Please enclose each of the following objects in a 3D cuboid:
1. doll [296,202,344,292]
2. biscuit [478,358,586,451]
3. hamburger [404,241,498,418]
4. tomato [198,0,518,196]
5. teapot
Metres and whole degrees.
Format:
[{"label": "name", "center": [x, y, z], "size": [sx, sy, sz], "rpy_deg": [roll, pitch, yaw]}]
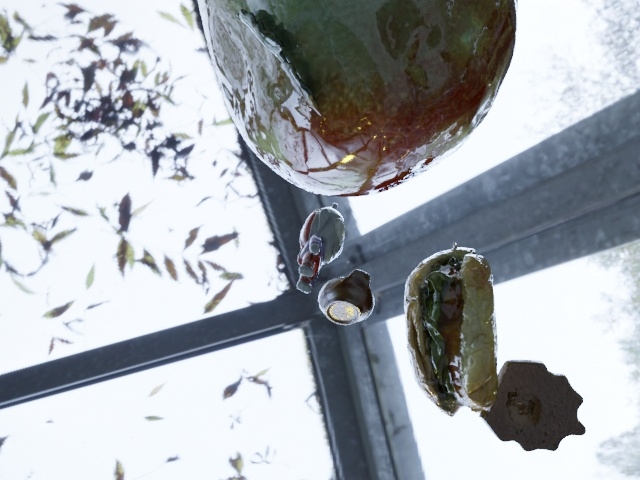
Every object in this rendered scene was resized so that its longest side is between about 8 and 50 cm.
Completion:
[{"label": "doll", "center": [0.000, 0.000, 1.181], "size": [0.075, 0.102, 0.227], "rpy_deg": [16, -147, 6]}, {"label": "biscuit", "center": [0.440, 0.341, 1.449], "size": [0.215, 0.034, 0.182], "rpy_deg": [26, -83, -5]}, {"label": "hamburger", "center": [0.231, 0.129, 1.270], "size": [0.209, 0.162, 0.330], "rpy_deg": [59, -146, -58]}, {"label": "tomato", "center": [0.033, -0.193, 0.658], "size": [0.303, 0.239, 0.303], "rpy_deg": [0, -97, -1]}, {"label": "teapot", "center": [0.050, 0.096, 1.277], "size": [0.098, 0.129, 0.078], "rpy_deg": [22, -127, -4]}]
